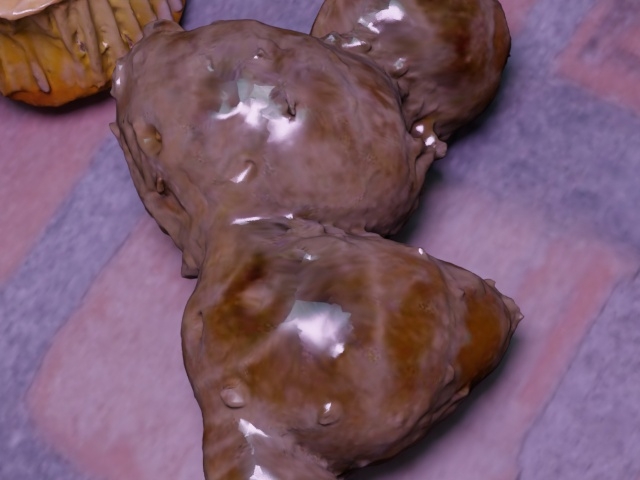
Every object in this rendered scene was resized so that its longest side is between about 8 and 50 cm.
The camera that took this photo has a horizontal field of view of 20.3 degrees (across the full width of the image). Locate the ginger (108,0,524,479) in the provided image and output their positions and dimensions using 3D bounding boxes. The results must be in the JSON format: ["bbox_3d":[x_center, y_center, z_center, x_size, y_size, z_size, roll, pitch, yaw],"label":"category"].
[{"bbox_3d":[0.000,0.000,1.075,0.256,0.176,0.375,2,67,-8],"label":"ginger"}]

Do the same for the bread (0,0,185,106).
[{"bbox_3d":[-0.222,-0.215,1.209,0.204,0.156,0.288,-38,64,-17],"label":"bread"}]
